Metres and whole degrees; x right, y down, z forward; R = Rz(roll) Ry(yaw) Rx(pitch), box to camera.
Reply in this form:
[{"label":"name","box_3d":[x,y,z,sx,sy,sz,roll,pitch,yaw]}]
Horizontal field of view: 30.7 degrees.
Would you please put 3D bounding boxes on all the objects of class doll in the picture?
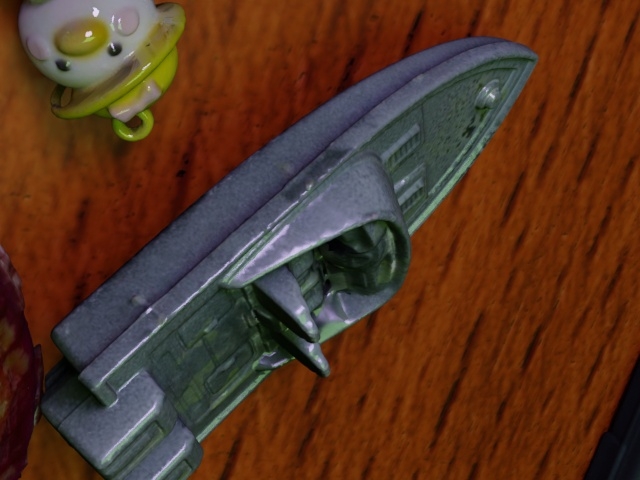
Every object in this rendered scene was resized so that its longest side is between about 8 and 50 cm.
[{"label":"doll","box_3d":[-0.113,-0.129,0.489,0.129,0.081,0.207,-18,126,1]}]

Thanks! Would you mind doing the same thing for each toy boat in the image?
[{"label":"toy boat","box_3d":[0.000,0.000,0.598,0.319,0.092,0.141,-43,156,-14]}]

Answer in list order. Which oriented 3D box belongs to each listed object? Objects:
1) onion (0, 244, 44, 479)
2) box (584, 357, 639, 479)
[{"label":"onion","box_3d":[-0.217,0.078,0.482,0.230,0.163,0.230,-9,111,-26]},{"label":"box","box_3d":[0.278,0.177,0.890,0.160,0.050,0.230,6,111,-32]}]
